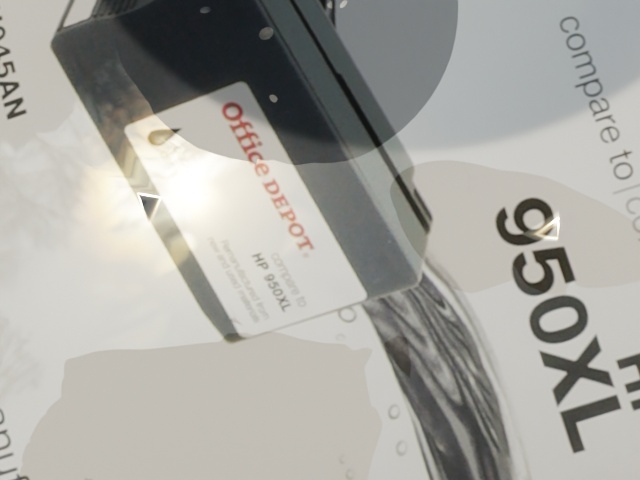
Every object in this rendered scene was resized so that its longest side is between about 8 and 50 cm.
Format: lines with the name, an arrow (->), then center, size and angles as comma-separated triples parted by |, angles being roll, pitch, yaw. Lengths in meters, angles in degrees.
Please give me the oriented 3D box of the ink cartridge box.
ink cartridge box -> 0.000, 0.000, 0.505 | 0.395, 0.285, 0.166 | -18, 170, 4
